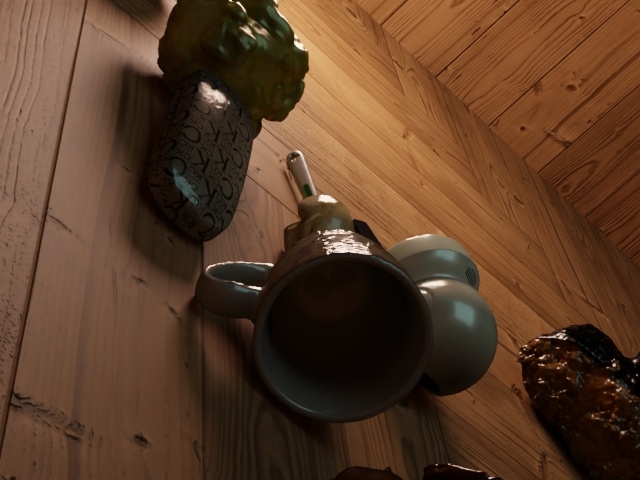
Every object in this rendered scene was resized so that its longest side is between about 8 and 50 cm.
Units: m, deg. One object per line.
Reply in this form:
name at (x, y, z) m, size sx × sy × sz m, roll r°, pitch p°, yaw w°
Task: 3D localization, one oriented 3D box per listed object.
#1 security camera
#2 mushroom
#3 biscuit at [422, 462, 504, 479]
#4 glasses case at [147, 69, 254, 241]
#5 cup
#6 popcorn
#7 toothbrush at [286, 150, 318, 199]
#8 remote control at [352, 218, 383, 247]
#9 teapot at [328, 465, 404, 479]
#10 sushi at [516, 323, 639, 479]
security camera at (0.185, 0.131, 2.014) m, size 0.194 × 0.194 × 0.236 m, roll 32°, pitch 26°, yaw -39°
mushroom at (0.000, 0.000, 1.981) m, size 0.148 × 0.112 × 0.148 m, roll 177°, pitch -90°, yaw -86°
biscuit at (0.226, 0.353, 1.734) m, size 0.192 × 0.192 × 0.049 m, roll 39°, pitch 64°, yaw -25°
glasses case at (-0.171, -0.131, 1.867) m, size 0.137 × 0.085 × 0.355 m, roll 46°, pitch 26°, yaw -24°
cup at (-0.019, 0.085, 1.701) m, size 0.301 × 0.227 × 0.257 m, roll 14°, pitch 12°, yaw -9°
popcorn at (-0.145, -0.304, 2.133) m, size 0.250 × 0.235 × 0.242 m, roll 46°, pitch 58°, yaw -41°
toothbrush at (0.011, -0.012, 2.145) m, size 0.040 × 0.042 × 0.418 m, roll 57°, pitch 7°, yaw -45°
remote control at (0.119, 0.057, 2.273) m, size 0.063 × 0.025 × 0.245 m, roll 11°, pitch 40°, yaw -54°
teapot at (0.044, 0.313, 1.488) m, size 0.173 × 0.116 × 0.116 m, roll -26°, pitch 73°, yaw -43°
sushi at (0.540, 0.300, 2.412) m, size 0.348 × 0.234 × 0.207 m, roll 49°, pitch 18°, yaw 18°
